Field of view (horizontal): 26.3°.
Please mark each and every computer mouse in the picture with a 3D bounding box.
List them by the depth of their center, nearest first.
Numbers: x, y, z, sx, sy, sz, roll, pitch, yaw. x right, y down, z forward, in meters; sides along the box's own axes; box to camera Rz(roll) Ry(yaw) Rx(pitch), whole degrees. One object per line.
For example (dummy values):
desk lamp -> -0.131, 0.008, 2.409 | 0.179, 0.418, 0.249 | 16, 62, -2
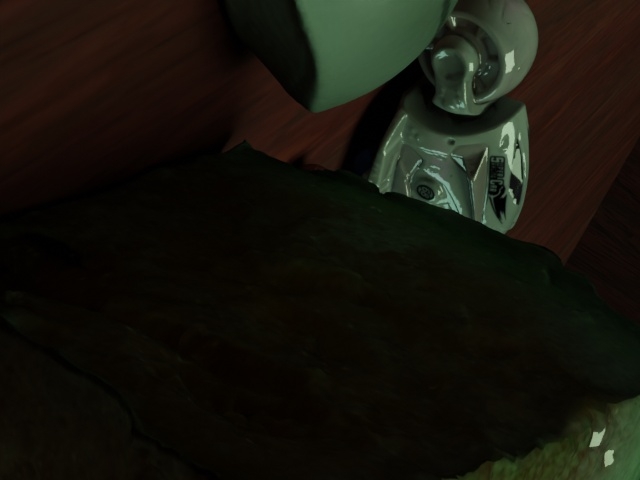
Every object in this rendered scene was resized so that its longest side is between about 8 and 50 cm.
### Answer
computer mouse -> 0.019, -0.136, 0.539 | 0.128, 0.079, 0.231 | -54, 163, -17

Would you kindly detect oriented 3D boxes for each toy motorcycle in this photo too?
toy motorcycle -> 0.085, -0.050, 0.881 | 0.112, 0.112, 0.254 | -43, 160, -42

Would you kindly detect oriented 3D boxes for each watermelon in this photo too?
watermelon -> -0.034, 0.076, 0.536 | 0.302, 0.264, 0.151 | -15, 124, -55

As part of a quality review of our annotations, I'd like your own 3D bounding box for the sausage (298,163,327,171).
sausage -> 0.000, 0.000, 0.870 | 0.029, 0.029, 0.223 | -52, 166, -14
